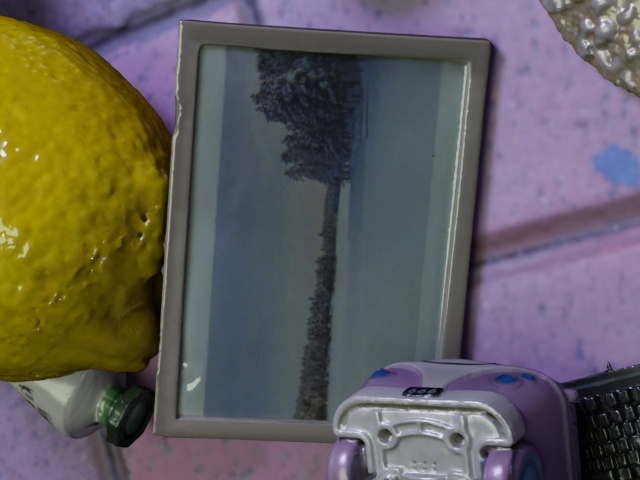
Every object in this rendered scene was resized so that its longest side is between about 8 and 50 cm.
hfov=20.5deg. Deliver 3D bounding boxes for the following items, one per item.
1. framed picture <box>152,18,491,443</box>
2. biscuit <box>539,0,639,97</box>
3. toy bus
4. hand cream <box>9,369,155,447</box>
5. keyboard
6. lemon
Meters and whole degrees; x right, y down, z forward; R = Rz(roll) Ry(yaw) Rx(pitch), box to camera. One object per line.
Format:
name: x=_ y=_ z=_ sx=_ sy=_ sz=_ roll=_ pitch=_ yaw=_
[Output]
framed picture: x=0.000 y=0.000 z=1.204 sx=0.213 sy=0.016 sz=0.289 roll=3 pitch=103 yaw=-7
biscuit: x=0.238 y=-0.146 z=1.093 sx=0.250 sy=0.032 sz=0.133 roll=6 pitch=104 yaw=30
toy bus: x=0.094 y=0.176 z=1.149 sx=0.142 sy=0.142 sz=0.203 roll=1 pitch=104 yaw=31
hand cream: x=-0.279 y=0.067 z=1.417 sx=0.336 sy=0.121 sz=0.076 roll=27 pitch=79 yaw=22
keyboard: x=0.202 y=0.126 z=1.172 sx=0.230 sy=0.025 sz=0.094 roll=-19 pitch=92 yaw=33
lemon: x=-0.222 y=-0.027 z=1.277 sx=0.320 sy=0.245 sz=0.245 roll=43 pitch=118 yaw=19
